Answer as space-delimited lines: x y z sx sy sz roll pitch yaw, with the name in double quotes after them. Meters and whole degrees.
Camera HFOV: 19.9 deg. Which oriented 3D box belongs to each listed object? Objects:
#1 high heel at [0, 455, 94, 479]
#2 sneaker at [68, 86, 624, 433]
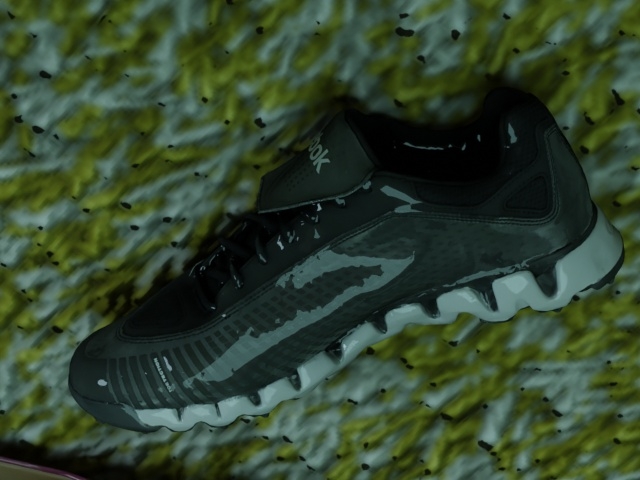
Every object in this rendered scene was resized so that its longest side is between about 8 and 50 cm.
-0.176 0.108 0.748 0.377 0.127 0.181 4 133 -5 "high heel"
0.000 0.000 0.737 0.234 0.078 0.106 -19 120 2 "sneaker"
